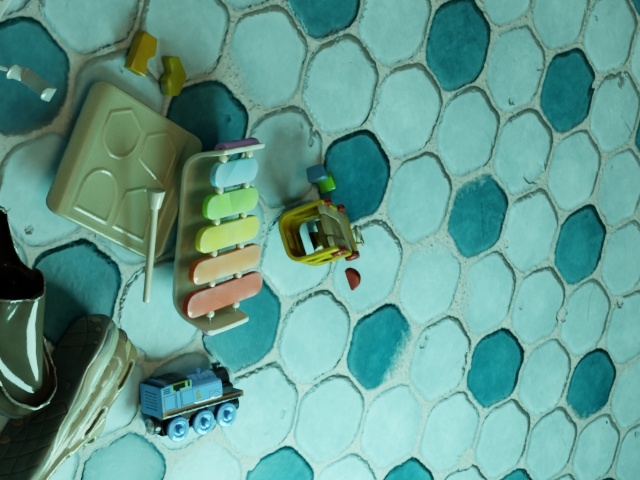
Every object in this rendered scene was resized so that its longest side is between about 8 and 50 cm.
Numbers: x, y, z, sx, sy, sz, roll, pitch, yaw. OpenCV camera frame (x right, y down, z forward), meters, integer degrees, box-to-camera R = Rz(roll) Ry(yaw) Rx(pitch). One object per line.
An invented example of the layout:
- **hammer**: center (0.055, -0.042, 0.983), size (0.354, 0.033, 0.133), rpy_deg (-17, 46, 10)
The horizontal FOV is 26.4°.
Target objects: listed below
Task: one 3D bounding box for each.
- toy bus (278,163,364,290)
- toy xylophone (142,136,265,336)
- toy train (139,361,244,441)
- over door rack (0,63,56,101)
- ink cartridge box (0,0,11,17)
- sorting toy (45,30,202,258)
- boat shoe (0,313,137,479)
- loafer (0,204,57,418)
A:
- **toy bus**: center (-0.005, -0.006, 2.324), size (0.104, 0.191, 0.202), rpy_deg (-19, 125, 12)
- **toy xylophone**: center (-0.179, -0.002, 2.148), size (0.236, 0.081, 0.322), rpy_deg (-30, 127, -52)
- **toy train**: center (-0.211, 0.263, 2.243), size (0.184, 0.080, 0.105), rpy_deg (-12, 105, -39)
- **over door rack**: center (-0.399, -0.323, 1.663), size (0.239, 0.108, 0.324), rpy_deg (-56, 153, 9)
- **ink cartridge box**: center (-0.541, -0.304, 1.730), size (0.223, 0.129, 0.307), rpy_deg (38, 77, -43)
- **sorting toy**: center (-0.283, -0.148, 2.081), size (0.229, 0.041, 0.307), rpy_deg (30, 76, -46)
- **boat shoe**: center (-0.379, 0.272, 2.066), size (0.116, 0.123, 0.324), rpy_deg (42, 76, -44)
- **loafer**: center (-0.449, 0.100, 1.912), size (0.134, 0.130, 0.365), rpy_deg (-58, 138, -49)
